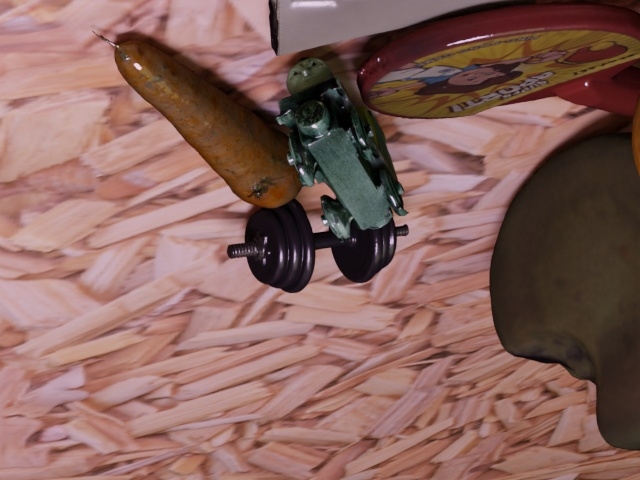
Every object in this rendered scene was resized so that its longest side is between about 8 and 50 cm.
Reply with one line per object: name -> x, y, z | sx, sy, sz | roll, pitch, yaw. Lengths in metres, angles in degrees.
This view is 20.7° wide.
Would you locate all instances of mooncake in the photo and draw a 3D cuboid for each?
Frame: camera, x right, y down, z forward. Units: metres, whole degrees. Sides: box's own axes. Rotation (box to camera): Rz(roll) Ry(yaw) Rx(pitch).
mooncake -> 0.357, 0.047, 1.884 | 0.187, 0.351, 0.351 | 4, 137, -41

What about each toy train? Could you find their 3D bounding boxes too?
toy train -> 0.016, -0.090, 1.640 | 0.083, 0.132, 0.200 | -20, 146, 7

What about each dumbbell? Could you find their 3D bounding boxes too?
dumbbell -> 0.000, 0.000, 1.785 | 0.208, 0.099, 0.099 | -7, 143, -29

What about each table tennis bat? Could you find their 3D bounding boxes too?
table tennis bat -> 0.205, -0.164, 1.674 | 0.268, 0.051, 0.414 | -17, 168, 35

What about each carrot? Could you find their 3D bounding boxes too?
carrot -> -0.108, -0.112, 1.583 | 0.078, 0.078, 0.298 | -35, 142, 14

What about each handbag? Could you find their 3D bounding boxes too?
handbag -> 0.036, -0.247, 1.456 | 0.315, 0.109, 0.241 | -14, 146, -11

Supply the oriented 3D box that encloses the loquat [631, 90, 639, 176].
loquat -> 0.421, -0.102, 1.625 | 0.263, 0.263, 0.263 | -18, 147, -12
